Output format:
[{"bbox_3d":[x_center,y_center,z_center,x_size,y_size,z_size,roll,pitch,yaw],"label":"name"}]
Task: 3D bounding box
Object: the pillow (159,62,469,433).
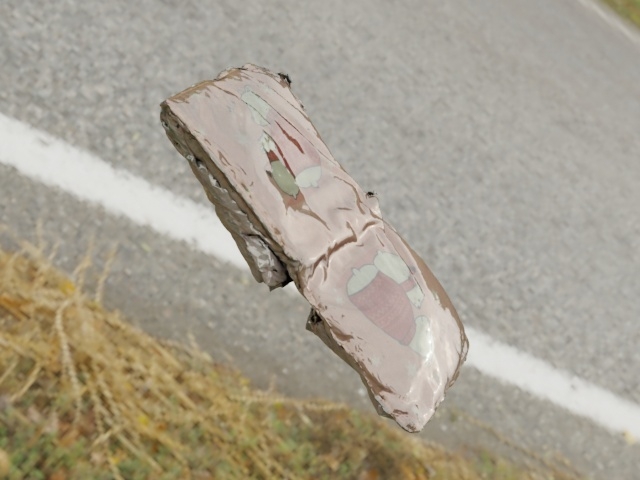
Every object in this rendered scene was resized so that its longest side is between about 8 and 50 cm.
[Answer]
[{"bbox_3d":[0.000,0.000,0.749,0.248,0.049,0.135,54,34,-5],"label":"pillow"}]
